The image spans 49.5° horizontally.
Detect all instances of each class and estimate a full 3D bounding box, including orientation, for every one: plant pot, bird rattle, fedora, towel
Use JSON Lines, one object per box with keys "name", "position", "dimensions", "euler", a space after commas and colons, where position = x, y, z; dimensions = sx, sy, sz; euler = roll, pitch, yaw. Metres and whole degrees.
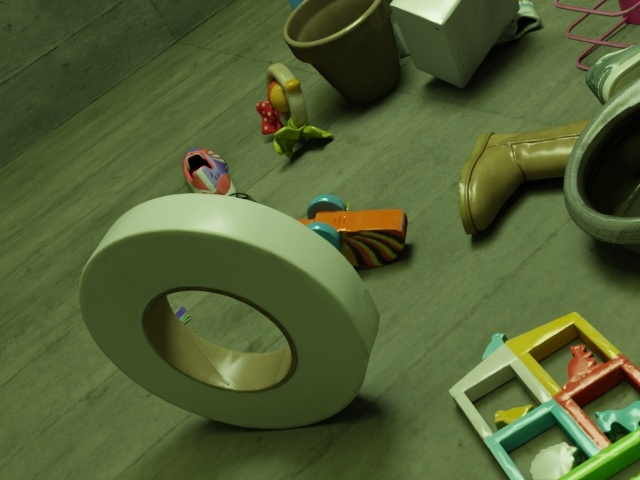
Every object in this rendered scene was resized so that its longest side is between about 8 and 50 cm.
{"name": "plant pot", "position": [0.080, -0.451, 1.617], "dimensions": [0.263, 0.229, 0.263], "euler": [-21, 41, 20]}
{"name": "bird rattle", "position": [-0.073, -0.318, 1.625], "dimensions": [0.143, 0.207, 0.254], "euler": [-16, 41, -10]}
{"name": "fedora", "position": [0.462, -0.087, 0.926], "dimensions": [0.243, 0.124, 0.276], "euler": [8, 61, 48]}
{"name": "towel", "position": [-0.287, 0.148, 1.340], "dimensions": [0.060, 0.009, 0.083], "euler": [-38, 33, -10]}

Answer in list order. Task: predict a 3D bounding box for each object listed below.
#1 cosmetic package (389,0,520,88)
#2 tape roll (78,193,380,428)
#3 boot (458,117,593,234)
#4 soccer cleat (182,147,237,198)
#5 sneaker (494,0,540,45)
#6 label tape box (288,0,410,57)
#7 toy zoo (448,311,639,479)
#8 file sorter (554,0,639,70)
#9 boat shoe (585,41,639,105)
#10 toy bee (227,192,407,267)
{"name": "cosmetic package", "position": [0.283, -0.482, 1.438], "dimensions": [0.138, 0.224, 0.225], "euler": [31, 83, 30]}
{"name": "tape roll", "position": [-0.121, 0.109, 0.910], "dimensions": [0.391, 0.392, 0.072], "euler": [-13, 36, 27]}
{"name": "boot", "position": [0.364, -0.114, 1.083], "dimensions": [0.269, 0.089, 0.236], "euler": [-4, 46, 32]}
{"name": "soccer cleat", "position": [-0.286, -0.177, 1.673], "dimensions": [0.108, 0.116, 0.318], "euler": [-33, 33, -2]}
{"name": "sneaker", "position": [0.398, -0.467, 1.542], "dimensions": [0.190, 0.071, 0.083], "euler": [-26, 39, 10]}
{"name": "label tape box", "position": [0.090, -0.559, 1.759], "dimensions": [0.333, 0.241, 0.106], "euler": [-12, 39, 29]}
{"name": "toy zoo", "position": [0.276, 0.194, 0.796], "dimensions": [0.192, 0.030, 0.293], "euler": [-32, 33, 0]}
{"name": "file sorter", "position": [0.528, -0.454, 1.215], "dimensions": [0.182, 0.291, 0.202], "euler": [-40, 33, -7]}
{"name": "boat shoe", "position": [0.581, -0.320, 1.122], "dimensions": [0.319, 0.116, 0.099], "euler": [-30, 31, 3]}
{"name": "toy bee", "position": [0.000, 0.000, 1.203], "dimensions": [0.298, 0.162, 0.195], "euler": [22, 48, 23]}
